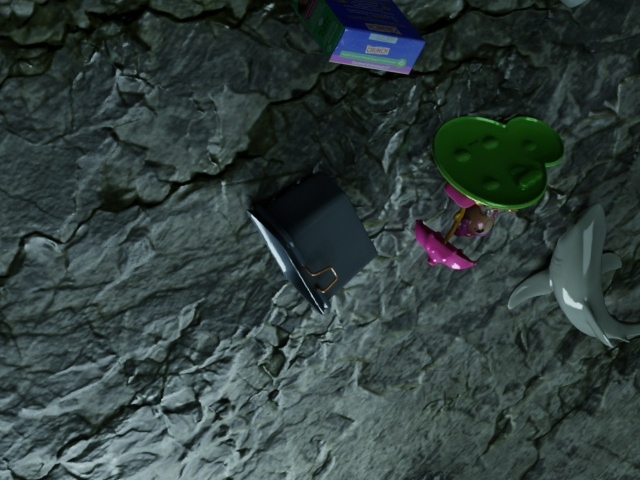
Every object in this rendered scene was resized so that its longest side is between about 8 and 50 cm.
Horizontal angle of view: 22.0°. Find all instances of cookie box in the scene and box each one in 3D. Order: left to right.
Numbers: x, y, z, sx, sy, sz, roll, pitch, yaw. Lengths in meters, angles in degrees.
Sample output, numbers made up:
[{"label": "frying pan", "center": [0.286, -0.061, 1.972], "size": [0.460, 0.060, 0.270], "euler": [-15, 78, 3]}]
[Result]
[{"label": "cookie box", "center": [0.034, -0.206, 1.553], "size": [0.092, 0.107, 0.040], "euler": [6, 124, -31]}]

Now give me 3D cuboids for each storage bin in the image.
[{"label": "storage bin", "center": [0.000, 0.000, 1.727], "size": [0.091, 0.098, 0.135], "euler": [-38, 135, -8]}]

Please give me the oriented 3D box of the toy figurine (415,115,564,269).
[{"label": "toy figurine", "center": [0.169, -0.041, 1.782], "size": [0.173, 0.130, 0.159], "euler": [-27, 154, -39]}]

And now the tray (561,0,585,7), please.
[{"label": "tray", "center": [0.318, -0.330, 1.602], "size": [0.270, 0.030, 0.145], "euler": [-35, 137, 24]}]

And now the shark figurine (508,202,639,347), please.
[{"label": "shark figurine", "center": [0.343, 0.091, 1.959], "size": [0.166, 0.116, 0.278], "euler": [-41, 132, 11]}]

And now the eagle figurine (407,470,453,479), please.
[{"label": "eagle figurine", "center": [0.141, 0.472, 2.132], "size": [0.226, 0.225, 0.298], "euler": [5, 136, -18]}]
